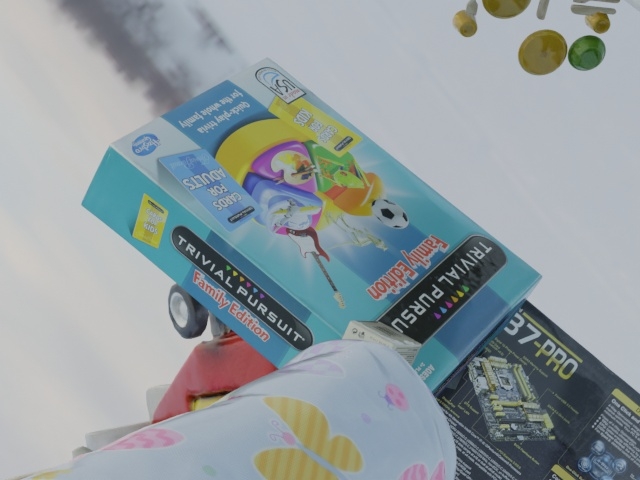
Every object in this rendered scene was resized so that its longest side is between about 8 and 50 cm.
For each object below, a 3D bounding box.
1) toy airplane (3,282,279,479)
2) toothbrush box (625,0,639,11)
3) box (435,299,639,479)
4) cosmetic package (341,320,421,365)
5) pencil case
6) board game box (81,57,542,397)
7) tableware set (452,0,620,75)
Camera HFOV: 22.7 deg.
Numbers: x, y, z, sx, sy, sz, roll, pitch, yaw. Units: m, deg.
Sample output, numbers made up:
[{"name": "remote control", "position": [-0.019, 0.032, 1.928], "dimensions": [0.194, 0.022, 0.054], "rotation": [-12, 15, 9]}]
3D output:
[{"name": "toy airplane", "position": [-0.104, 0.227, 1.743], "dimensions": [0.272, 0.386, 0.384], "rotation": [67, -168, 21]}, {"name": "toothbrush box", "position": [0.369, -0.299, 1.450], "dimensions": [0.126, 0.216, 0.295], "rotation": [53, -177, -30]}, {"name": "box", "position": [0.218, 0.278, 1.530], "dimensions": [0.395, 0.318, 0.097], "rotation": [39, 163, 7]}, {"name": "cosmetic package", "position": [0.025, 0.118, 1.175], "dimensions": [0.041, 0.115, 0.060], "rotation": [28, -173, 23]}, {"name": "pencil case", "position": [-0.044, 0.131, 0.764], "dimensions": [0.113, 0.124, 0.273], "rotation": [57, -149, 9]}, {"name": "board game box", "position": [0.000, 0.000, 1.405], "dimensions": [0.336, 0.079, 0.254], "rotation": [39, -143, 10]}, {"name": "tableware set", "position": [0.201, -0.204, 1.488], "dimensions": [0.024, 0.154, 0.104], "rotation": [-107, 23, -56]}]
